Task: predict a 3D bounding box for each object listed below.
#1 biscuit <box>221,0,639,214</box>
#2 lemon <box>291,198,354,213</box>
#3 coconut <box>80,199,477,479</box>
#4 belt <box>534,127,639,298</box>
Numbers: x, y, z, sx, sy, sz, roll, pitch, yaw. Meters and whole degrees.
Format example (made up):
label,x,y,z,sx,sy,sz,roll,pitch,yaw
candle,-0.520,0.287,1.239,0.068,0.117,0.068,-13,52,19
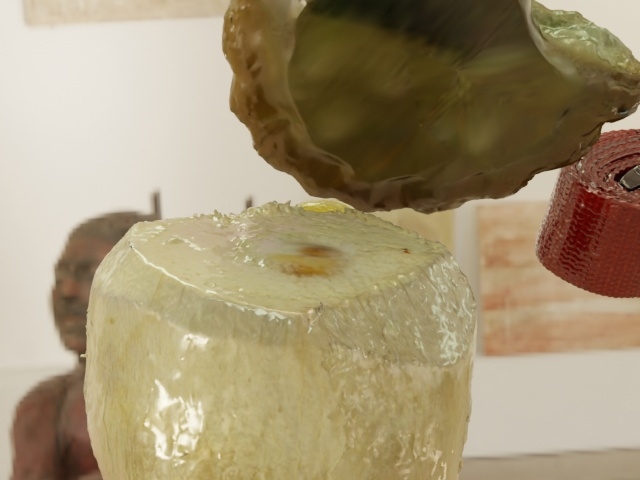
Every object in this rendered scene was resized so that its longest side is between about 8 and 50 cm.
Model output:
label,x,y,z,sx,sy,sz,roll,pitch,yaw
biscuit,0.089,-0.147,1.051,0.335,0.329,0.078,2,41,3
lemon,0.000,0.000,1.334,0.111,0.082,0.082,8,16,24
coconut,-0.032,0.120,1.031,0.297,0.254,0.297,3,21,-1
belt,0.284,-0.019,1.223,0.201,0.124,0.128,-14,41,-36
